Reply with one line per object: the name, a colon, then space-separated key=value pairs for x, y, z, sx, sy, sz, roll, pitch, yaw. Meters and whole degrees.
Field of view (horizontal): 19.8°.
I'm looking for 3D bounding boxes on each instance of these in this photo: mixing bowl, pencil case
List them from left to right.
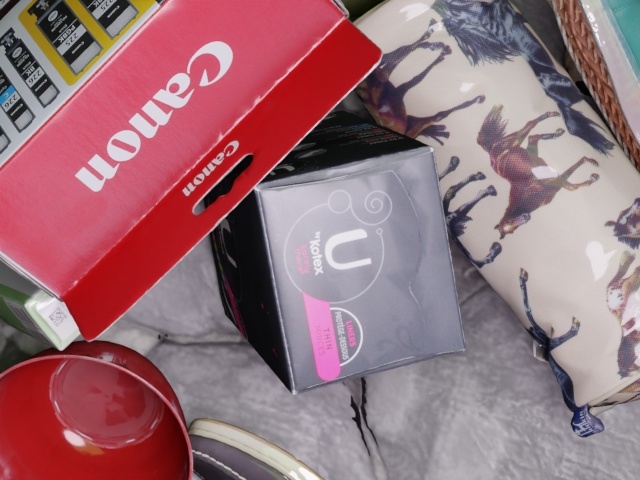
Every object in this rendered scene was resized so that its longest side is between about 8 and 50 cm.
mixing bowl: x=-0.184 y=0.150 z=1.490 sx=0.182 sy=0.098 sz=0.181 roll=3 pitch=115 yaw=7
pencil case: x=0.169 y=-0.041 z=1.554 sx=0.160 sy=0.183 sz=0.410 roll=-26 pitch=77 yaw=-47

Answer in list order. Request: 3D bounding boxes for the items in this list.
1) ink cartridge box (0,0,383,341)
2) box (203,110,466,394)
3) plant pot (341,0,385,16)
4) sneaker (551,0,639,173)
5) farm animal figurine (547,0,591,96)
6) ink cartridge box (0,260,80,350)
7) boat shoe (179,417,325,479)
ink cartridge box: x=-0.145 y=-0.122 z=1.365 sx=0.309 sy=0.272 sz=0.130 roll=-45 pitch=130 yaw=3
box: x=0.000 y=0.000 z=1.460 sx=0.143 sy=0.270 sz=0.165 roll=-13 pitch=102 yaw=-11
plant pot: x=0.035 y=-0.317 z=1.568 sx=0.276 sy=0.254 sz=0.276 roll=2 pitch=76 yaw=-8
sneaker: x=0.295 y=-0.138 z=1.535 sx=0.121 sy=0.108 sz=0.302 roll=-31 pitch=106 yaw=-3
farm animal figurine: x=0.393 y=-0.225 z=1.617 sx=0.327 sy=0.330 sz=0.172 roll=-11 pitch=73 yaw=-39
ink cartridge box: x=-0.166 y=-0.017 z=1.510 sx=0.235 sy=0.171 sz=0.056 roll=-42 pitch=109 yaw=-15
boat shoe: x=-0.007 y=0.255 z=1.504 sx=0.285 sy=0.103 sz=0.092 roll=38 pitch=70 yaw=-3
